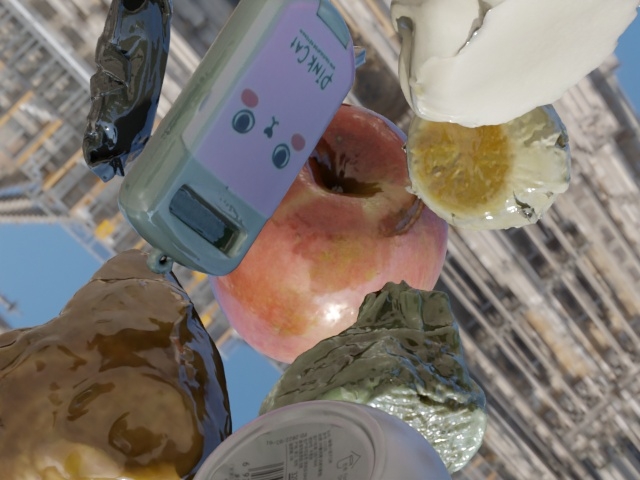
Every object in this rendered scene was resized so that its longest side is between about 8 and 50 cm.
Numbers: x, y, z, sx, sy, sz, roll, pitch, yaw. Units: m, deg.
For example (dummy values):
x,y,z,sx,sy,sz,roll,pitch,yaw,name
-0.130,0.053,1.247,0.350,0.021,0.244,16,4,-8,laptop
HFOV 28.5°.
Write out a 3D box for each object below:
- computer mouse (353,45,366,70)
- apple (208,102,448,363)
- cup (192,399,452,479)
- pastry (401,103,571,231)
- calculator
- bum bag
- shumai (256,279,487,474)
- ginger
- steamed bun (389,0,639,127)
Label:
x,y,z,sx,sy,sz,roll,pitch,yaw,name
-0.045,-0.243,1.926,0.245,0.056,0.126,-23,-170,28,computer mouse
0.000,0.000,1.819,0.364,0.364,0.364,-26,-142,22,apple
0.030,0.279,0.918,0.212,0.317,0.212,-18,-149,12,cup
0.150,-0.083,1.155,0.166,0.165,0.088,-19,179,29,pastry
-0.060,-0.080,0.956,0.045,0.141,0.246,28,-99,35,calculator
-0.267,-0.241,1.756,0.080,0.142,0.326,15,-84,20,bum bag
0.042,0.171,1.454,0.261,0.225,0.222,-10,-137,-15,shumai
-0.167,0.142,1.020,0.269,0.223,0.200,-32,164,-49,ginger
0.121,-0.160,0.832,0.183,0.183,0.106,-34,-115,12,steamed bun
